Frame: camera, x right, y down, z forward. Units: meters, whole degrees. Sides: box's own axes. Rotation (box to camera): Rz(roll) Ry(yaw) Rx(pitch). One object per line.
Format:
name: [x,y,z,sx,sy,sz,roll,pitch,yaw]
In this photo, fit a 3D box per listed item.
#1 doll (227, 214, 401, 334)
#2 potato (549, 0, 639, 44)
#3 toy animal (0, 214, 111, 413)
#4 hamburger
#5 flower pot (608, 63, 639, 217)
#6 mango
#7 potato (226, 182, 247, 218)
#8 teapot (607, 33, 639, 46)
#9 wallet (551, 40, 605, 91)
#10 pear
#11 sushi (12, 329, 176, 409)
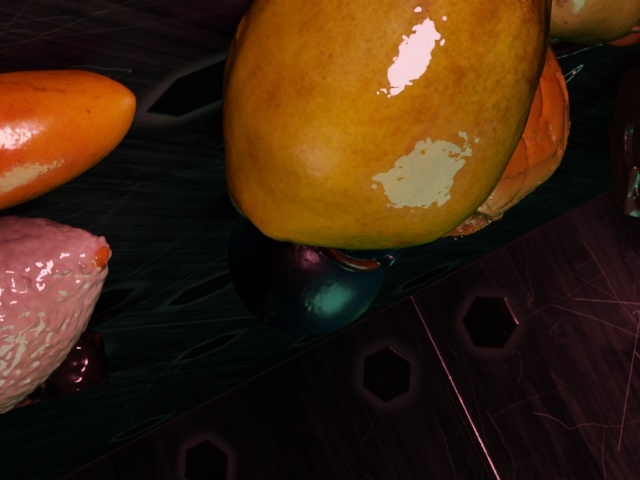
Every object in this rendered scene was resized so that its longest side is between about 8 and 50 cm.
doll: [0.001,0.001,1.916,0.322,0.198,0.186,-49,-175,48]
potato: [0.245,-0.234,1.420,0.160,0.111,0.272,-11,-173,35]
toy animal: [-0.356,0.085,1.521,0.358,0.188,0.226,-31,174,26]
hamburger: [0.138,-0.126,1.516,0.163,0.244,0.244,-20,175,39]
flower pot: [0.565,-0.156,2.249,0.251,0.379,0.379,-3,166,-6]
mango: [-0.246,-0.076,1.215,0.217,0.102,0.141,-20,175,-16]
potato: [0.021,-0.090,1.627,0.251,0.159,0.174,-27,-158,-32]
teapot: [0.322,-0.267,1.618,0.116,0.116,0.173,-16,-167,-42]
wallet: [0.238,-0.183,1.958,0.197,0.051,0.377,-22,171,-11]
pear: [0.053,-0.130,1.260,0.321,0.269,0.269,-50,159,24]
sushi: [-0.421,0.181,2.155,0.373,0.100,0.296,-15,177,8]
